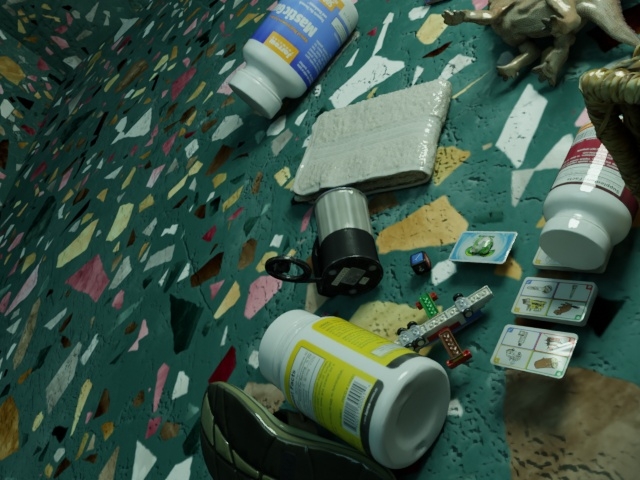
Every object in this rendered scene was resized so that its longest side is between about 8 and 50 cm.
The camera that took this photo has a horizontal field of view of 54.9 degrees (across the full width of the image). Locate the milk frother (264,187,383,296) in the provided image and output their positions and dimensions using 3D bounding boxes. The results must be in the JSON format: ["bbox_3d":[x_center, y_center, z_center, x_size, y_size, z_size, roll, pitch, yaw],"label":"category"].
[{"bbox_3d":[0.000,0.000,0.857,0.129,0.143,0.135,-38,40,28],"label":"milk frother"}]

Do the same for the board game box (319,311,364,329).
[{"bbox_3d":[0.013,0.148,0.820,0.090,0.020,0.090,16,72,50],"label":"board game box"}]

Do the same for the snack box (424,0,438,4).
[{"bbox_3d":[0.247,-0.513,1.138,0.064,0.022,0.178,4,62,46],"label":"snack box"}]

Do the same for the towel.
[{"bbox_3d":[0.073,-0.156,0.993,0.282,0.049,0.187,-8,54,42],"label":"towel"}]

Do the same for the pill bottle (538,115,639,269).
[{"bbox_3d":[0.283,-0.048,0.633,0.086,0.086,0.152,5,54,48],"label":"pill bottle"}]

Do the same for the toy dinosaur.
[{"bbox_3d":[0.310,-0.330,0.840,0.295,0.127,0.200,21,69,46],"label":"toy dinosaur"}]

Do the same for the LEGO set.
[{"bbox_3d":[0.190,0.070,0.701,0.244,0.060,0.182,2,50,45],"label":"LEGO set"}]

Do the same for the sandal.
[{"bbox_3d":[-0.033,0.259,0.726,0.302,0.086,0.120,17,98,34],"label":"sandal"}]

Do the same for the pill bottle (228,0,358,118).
[{"bbox_3d":[-0.060,-0.386,1.242,0.272,0.152,0.152,-52,37,-2],"label":"pill bottle"}]

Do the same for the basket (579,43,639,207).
[{"bbox_3d":[0.344,-0.016,0.382,0.223,0.299,0.213,-31,42,21],"label":"basket"}]

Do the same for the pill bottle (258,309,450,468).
[{"bbox_3d":[0.030,0.156,0.697,0.208,0.119,0.119,19,74,45],"label":"pill bottle"}]
